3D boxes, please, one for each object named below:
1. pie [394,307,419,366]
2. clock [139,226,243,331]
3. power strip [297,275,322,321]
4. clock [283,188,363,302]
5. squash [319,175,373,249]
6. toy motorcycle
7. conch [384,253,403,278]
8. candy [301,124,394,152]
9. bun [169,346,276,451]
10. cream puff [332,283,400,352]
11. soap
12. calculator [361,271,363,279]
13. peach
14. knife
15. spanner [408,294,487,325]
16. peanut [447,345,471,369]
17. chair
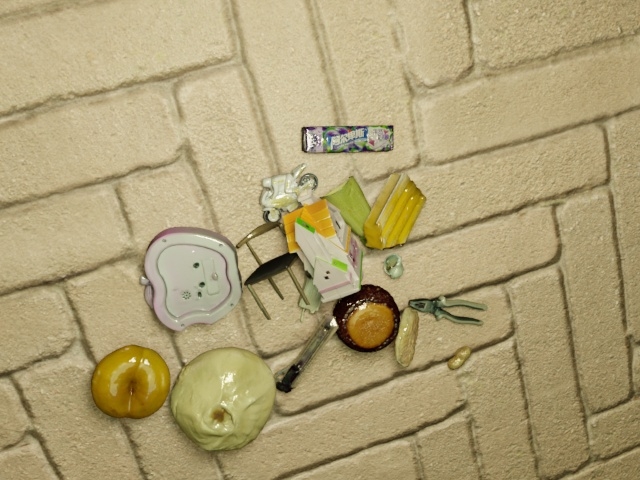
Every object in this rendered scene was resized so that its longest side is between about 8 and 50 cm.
[{"bbox_3d":[0.309,0.352,1.844,0.052,0.185,0.218,9,102,22],"label":"pie"},{"bbox_3d":[-0.418,0.119,1.657,0.338,0.102,0.339,-3,103,-12],"label":"clock"},{"bbox_3d":[-0.037,0.205,1.793,0.075,0.042,0.175,17,97,-15],"label":"power strip"},{"bbox_3d":[0.000,0.000,1.628,0.166,0.235,0.309,-20,118,19],"label":"clock"},{"bbox_3d":[0.124,-0.096,1.739,0.137,0.137,0.287,-42,120,-1],"label":"squash"},{"bbox_3d":[-0.120,-0.161,1.676,0.228,0.074,0.151,-41,113,8],"label":"toy motorcycle"},{"bbox_3d":[0.260,0.094,1.830,0.076,0.056,0.085,18,68,1],"label":"conch"},{"bbox_3d":[0.093,-0.333,1.690,0.312,0.061,0.088,-3,101,-12],"label":"candy"},{"bbox_3d":[-0.322,0.550,1.727,0.364,0.202,0.364,-2,101,-11],"label":"bun"},{"bbox_3d":[0.157,0.265,1.787,0.239,0.165,0.239,-3,103,-12],"label":"cream puff"},{"bbox_3d":[0.243,-0.079,1.717,0.160,0.080,0.257,41,72,-37],"label":"soap"},{"bbox_3d":[0.072,0.130,1.776,0.166,0.103,0.024,-21,152,-21],"label":"calculator"},{"bbox_3d":[-0.611,0.459,1.669,0.251,0.153,0.251,-5,111,-14],"label":"peach"},{"bbox_3d":[-0.056,0.397,1.773,0.089,0.043,0.365,40,110,12],"label":"knife"},{"bbox_3d":[0.476,0.258,1.924,0.324,0.040,0.096,11,99,-16],"label":"spanner"},{"bbox_3d":[0.534,0.452,1.978,0.054,0.054,0.113,40,92,-18],"label":"peanut"},{"bbox_3d":[-0.148,0.091,1.662,0.188,0.166,0.272,-24,103,22],"label":"chair"}]
